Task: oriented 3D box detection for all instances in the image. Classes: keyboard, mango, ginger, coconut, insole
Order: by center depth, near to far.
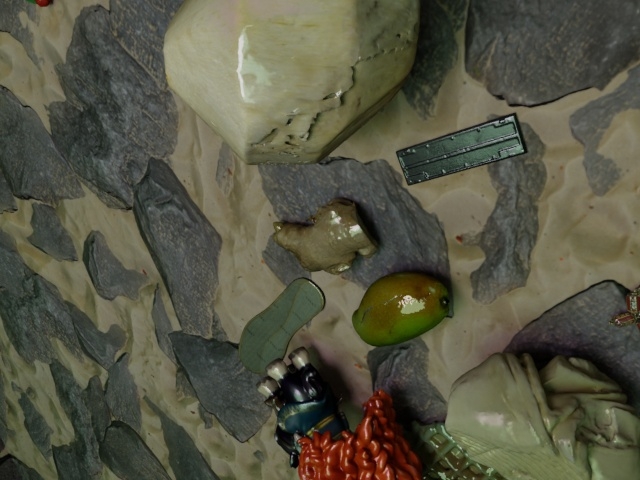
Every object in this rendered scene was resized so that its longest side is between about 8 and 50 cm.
[{"bbox_3d":[-0.043,-0.264,0.763,0.353,0.352,0.352,13,120,24],"label":"coconut"},{"bbox_3d":[0.219,-0.140,0.893,0.202,0.011,0.067,-13,105,35],"label":"keyboard"},{"bbox_3d":[0.131,0.126,1.021,0.233,0.111,0.125,-28,84,49],"label":"mango"},{"bbox_3d":[0.003,0.004,1.054,0.213,0.074,0.137,-19,94,32],"label":"ginger"},{"bbox_3d":[-0.098,0.198,1.250,0.119,0.009,0.348,44,128,5],"label":"insole"}]

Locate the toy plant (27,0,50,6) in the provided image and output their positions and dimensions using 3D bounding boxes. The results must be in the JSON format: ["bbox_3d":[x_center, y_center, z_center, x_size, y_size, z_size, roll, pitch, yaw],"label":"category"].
[{"bbox_3d":[-0.596,-0.552,1.119,0.240,0.088,0.155,47,141,-12],"label":"toy plant"}]

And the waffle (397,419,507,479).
[{"bbox_3d":[0.274,0.501,1.155,0.292,0.056,0.309,-8,108,33],"label":"waffle"}]

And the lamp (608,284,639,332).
[{"bbox_3d":[0.484,0.102,0.849,0.063,0.031,0.083,18,118,20],"label":"lamp"}]

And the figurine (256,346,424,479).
[{"bbox_3d":[0.019,0.408,1.136,0.412,0.241,0.306,28,117,40],"label":"figurine"}]

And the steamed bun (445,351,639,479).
[{"bbox_3d":[0.365,0.291,0.910,0.289,0.203,0.276,15,146,26],"label":"steamed bun"}]
